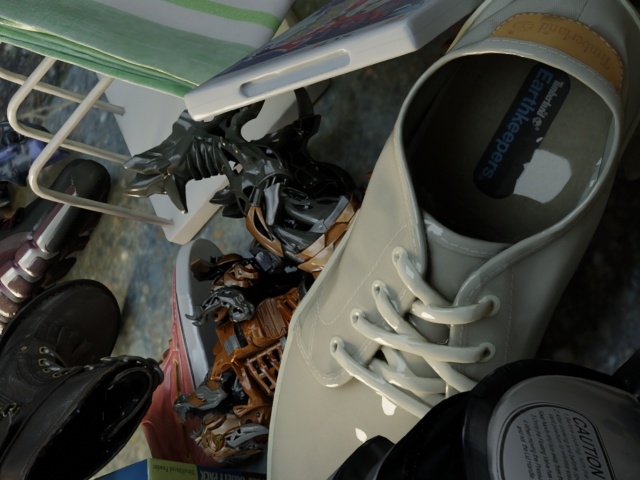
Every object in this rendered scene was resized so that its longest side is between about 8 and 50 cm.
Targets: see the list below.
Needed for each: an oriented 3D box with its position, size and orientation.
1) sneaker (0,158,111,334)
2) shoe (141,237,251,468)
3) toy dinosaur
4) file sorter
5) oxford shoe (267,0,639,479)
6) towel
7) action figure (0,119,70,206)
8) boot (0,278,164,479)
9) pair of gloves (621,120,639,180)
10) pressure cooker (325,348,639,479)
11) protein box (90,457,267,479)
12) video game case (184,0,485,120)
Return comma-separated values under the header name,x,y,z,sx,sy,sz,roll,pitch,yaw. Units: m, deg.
name,x,y,z,sx,sy,sz,roll,pitch,yaw
sneaker,-0.310,0.015,1.528,0.162,0.106,0.281,37,101,4
shoe,-0.102,0.092,1.387,0.081,0.063,0.178,-24,67,34
toy dinosaur,0.000,0.000,1.282,0.322,0.164,0.218,-43,62,-6
file sorter,-0.158,-0.175,1.438,0.193,0.173,0.277,-46,50,27
oxford shoe,0.069,0.045,1.126,0.169,0.130,0.449,25,111,6
towel,-0.112,-0.250,1.330,0.248,0.038,0.325,18,55,13
action figure,-0.369,-0.055,1.675,0.341,0.178,0.330,-16,73,13
boot,-0.185,0.116,1.361,0.229,0.091,0.263,-18,30,51
pair of gloves,0.240,-0.151,1.121,0.204,0.042,0.240,-46,45,34
pressure cooker,0.128,0.263,0.902,0.420,0.375,0.370,-50,64,25
protein box,-0.129,0.284,1.313,0.200,0.136,0.201,-25,62,39
video game case,0.034,-0.143,1.187,0.183,0.201,0.023,-14,106,38
